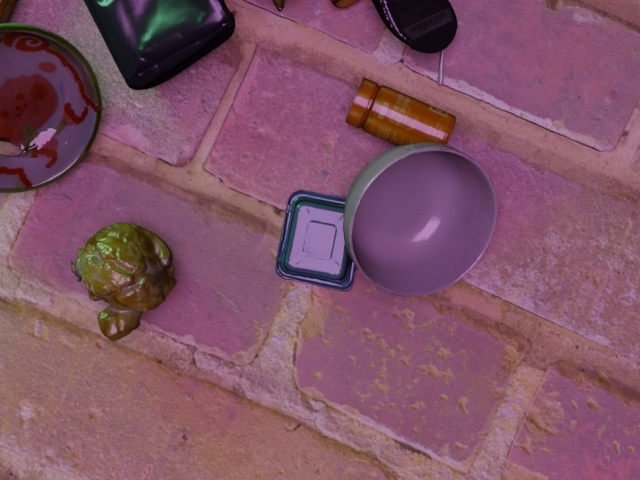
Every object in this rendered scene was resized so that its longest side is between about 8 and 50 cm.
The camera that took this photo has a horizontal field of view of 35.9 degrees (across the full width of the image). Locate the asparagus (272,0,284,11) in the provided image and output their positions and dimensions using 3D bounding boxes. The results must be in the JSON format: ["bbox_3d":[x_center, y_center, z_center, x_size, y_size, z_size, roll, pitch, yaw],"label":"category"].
[{"bbox_3d":[-0.100,-0.556,1.885,0.034,0.027,0.236,-12,91,16],"label":"asparagus"}]

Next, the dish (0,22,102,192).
[{"bbox_3d":[-0.577,-0.258,1.822,0.324,0.124,0.324,-13,124,-21],"label":"dish"}]

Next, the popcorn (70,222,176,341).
[{"bbox_3d":[-0.367,0.075,1.830,0.198,0.198,0.212,10,100,1],"label":"popcorn"}]

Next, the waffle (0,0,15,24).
[{"bbox_3d":[-0.730,-0.508,1.857,0.348,0.077,0.304,25,95,5],"label":"waffle"}]

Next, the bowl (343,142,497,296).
[{"bbox_3d":[0.164,-0.054,1.808,0.287,0.144,0.287,-8,115,-18],"label":"bowl"}]

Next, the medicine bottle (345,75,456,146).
[{"bbox_3d":[0.151,-0.227,1.856,0.192,0.096,0.096,24,92,0],"label":"medicine bottle"}]

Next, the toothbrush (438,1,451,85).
[{"bbox_3d":[0.239,-0.377,1.892,0.017,0.014,0.162,3,92,-14],"label":"toothbrush"}]

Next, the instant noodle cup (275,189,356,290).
[{"bbox_3d":[0.000,0.000,1.880,0.157,0.070,0.179,11,93,2],"label":"instant noodle cup"}]

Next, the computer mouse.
[{"bbox_3d":[0.148,-0.464,1.844,0.147,0.088,0.264,-26,96,-26],"label":"computer mouse"}]

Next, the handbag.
[{"bbox_3d":[-0.289,-0.464,1.818,0.275,0.178,0.301,-26,89,16],"label":"handbag"}]

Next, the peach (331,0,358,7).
[{"bbox_3d":[0.055,-0.479,1.873,0.077,0.050,0.083,14,83,22],"label":"peach"}]
